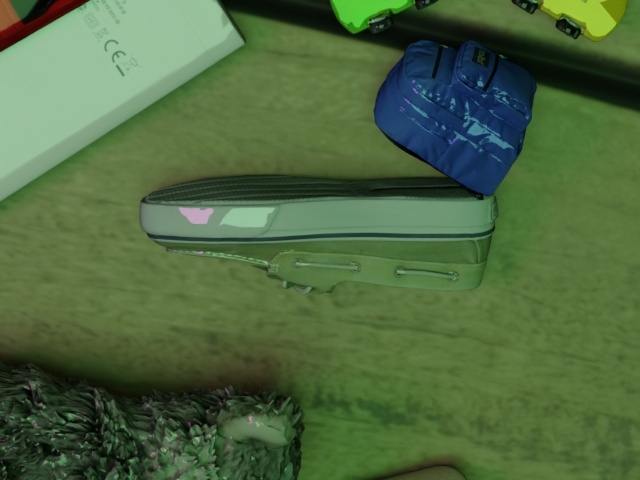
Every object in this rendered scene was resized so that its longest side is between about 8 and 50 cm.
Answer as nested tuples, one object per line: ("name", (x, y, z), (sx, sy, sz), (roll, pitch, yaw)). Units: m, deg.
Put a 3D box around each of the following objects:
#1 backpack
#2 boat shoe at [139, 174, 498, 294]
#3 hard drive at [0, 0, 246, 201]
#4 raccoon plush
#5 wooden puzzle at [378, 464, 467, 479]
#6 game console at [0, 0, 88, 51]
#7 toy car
("backpack", (0.111, -0.114, 1.350), (0.120, 0.098, 0.101), (27, 120, -6))
("boat shoe", (0.000, 0.000, 1.378), (0.302, 0.109, 0.094), (0, 105, -3))
("hard drive", (-0.252, -0.168, 1.370), (0.319, 0.040, 0.210), (-32, 101, 6))
("raccoon plush", (-0.214, 0.120, 1.364), (0.299, 0.216, 0.446), (-36, 99, -3))
("wooden puzzle", (0.018, 0.403, 1.467), (0.322, 0.080, 0.347), (-15, 87, 3))
("game console", (-0.349, -0.320, 1.296), (0.342, 0.060, 0.386), (-30, 100, 0))
("toy car", (0.111, -0.241, 1.350), (0.225, 0.053, 0.239), (-25, 101, 6))
